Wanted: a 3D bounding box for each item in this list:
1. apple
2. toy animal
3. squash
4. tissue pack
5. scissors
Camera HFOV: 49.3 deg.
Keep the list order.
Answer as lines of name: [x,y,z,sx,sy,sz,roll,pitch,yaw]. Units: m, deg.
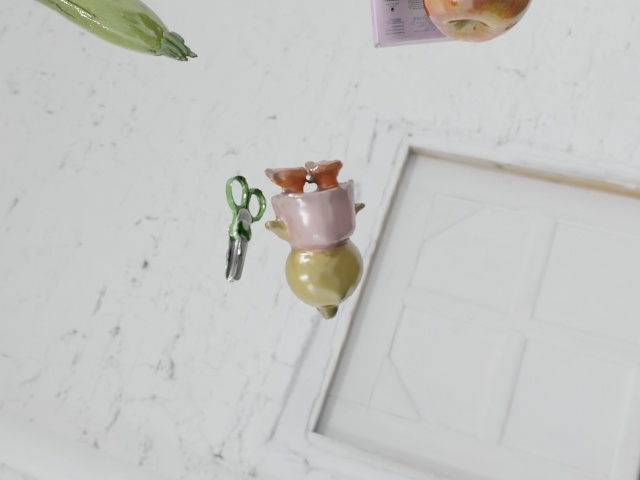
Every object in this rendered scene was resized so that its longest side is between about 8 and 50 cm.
apple: [0.324,-0.548,1.440,0.242,0.242,0.241,33,-116,-72]
toy animal: [0.002,0.003,1.249,0.169,0.195,0.281,-151,53,-62]
squash: [-0.343,-0.359,1.071,0.094,0.341,0.094,-61,9,17]
tissue pack: [0.248,-0.556,1.709,0.092,0.246,0.148,-110,15,-83]
scissors: [-0.144,-0.017,1.265,0.101,0.027,0.204,35,-129,-43]
